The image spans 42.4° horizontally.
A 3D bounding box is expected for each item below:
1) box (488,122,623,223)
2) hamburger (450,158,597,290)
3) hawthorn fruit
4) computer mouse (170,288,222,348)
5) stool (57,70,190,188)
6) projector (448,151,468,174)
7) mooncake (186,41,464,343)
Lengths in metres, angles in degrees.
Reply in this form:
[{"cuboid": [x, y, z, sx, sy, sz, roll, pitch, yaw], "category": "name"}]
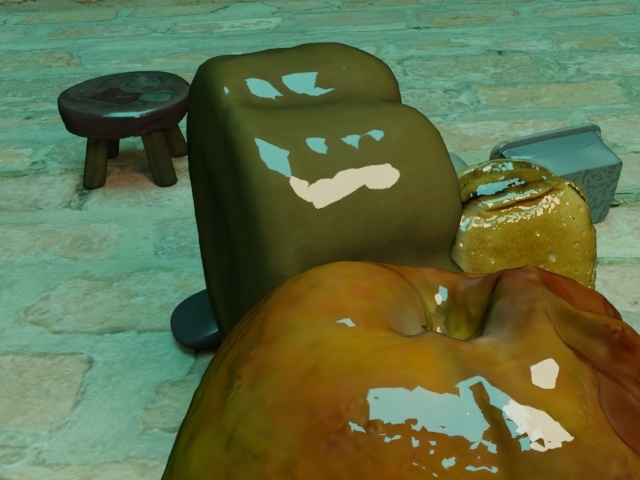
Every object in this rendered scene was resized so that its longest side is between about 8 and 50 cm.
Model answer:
[{"cuboid": [0.401, -0.102, 1.436, 0.227, 0.162, 0.130, -12, 41, -16], "category": "box"}, {"cuboid": [0.280, 0.001, 1.208, 0.244, 0.244, 0.163, -6, 9, -6], "category": "hamburger"}, {"cuboid": [0.090, 0.234, 0.600, 0.471, 0.472, 0.472, -2, 30, 1], "category": "hawthorn fruit"}, {"cuboid": [-0.107, 0.099, 1.225, 0.232, 0.057, 0.120, -12, 31, -14], "category": "computer mouse"}, {"cuboid": [-0.392, -0.231, 1.709, 0.272, 0.179, 0.272, -2, 29, 1], "category": "stool"}, {"cuboid": [0.145, -0.042, 1.402, 0.108, 0.108, 0.337, 15, 35, 29], "category": "projector"}, {"cuboid": [0.000, 0.000, 0.989, 0.262, 0.467, 0.467, -12, 31, -13], "category": "mooncake"}]
